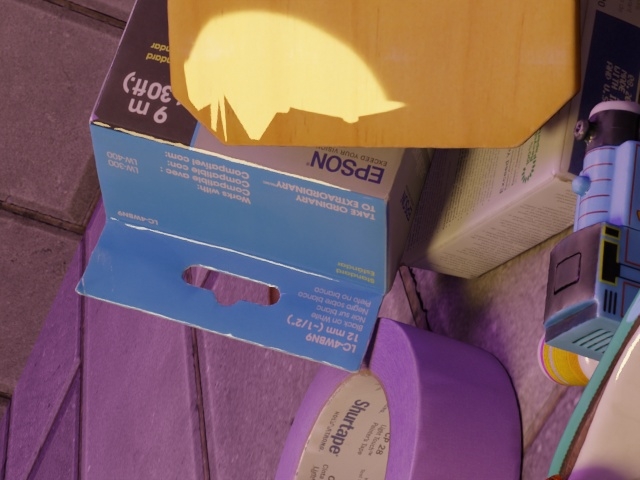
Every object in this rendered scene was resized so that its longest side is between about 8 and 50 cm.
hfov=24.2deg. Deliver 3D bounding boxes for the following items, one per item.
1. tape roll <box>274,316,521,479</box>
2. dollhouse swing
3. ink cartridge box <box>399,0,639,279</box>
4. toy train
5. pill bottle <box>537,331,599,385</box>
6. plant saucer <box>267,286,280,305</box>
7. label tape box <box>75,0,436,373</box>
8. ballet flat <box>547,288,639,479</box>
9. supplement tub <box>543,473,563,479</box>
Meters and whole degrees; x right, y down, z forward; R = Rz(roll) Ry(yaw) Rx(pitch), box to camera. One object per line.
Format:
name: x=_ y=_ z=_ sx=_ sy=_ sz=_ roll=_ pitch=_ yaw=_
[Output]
tape roll: x=0.048 y=0.203 z=1.166 sx=0.275 sy=0.090 sz=0.274 roll=-162 pitch=90 yaw=-71
dollhouse swing: x=0.062 y=-0.263 z=1.103 sx=0.315 sy=0.347 sz=0.304 roll=-56 pitch=-37 yaw=-58
ink cartridge box: x=0.159 y=-0.141 z=1.215 sx=0.330 sy=0.071 sz=0.324 roll=143 pitch=142 yaw=-65
toy train: x=0.198 y=-0.007 z=0.913 sx=0.080 sy=0.105 sz=0.184 roll=-36 pitch=40 yaw=60
pill bottle: x=0.181 y=0.075 z=0.983 sx=0.083 sy=0.043 sz=0.043 roll=168 pitch=119 yaw=-69
plant saucer: x=0.000 y=0.000 z=1.577 sx=0.198 sy=0.036 sz=0.198 roll=-53 pitch=26 yaw=41
label tape box: x=-0.037 y=-0.100 z=1.178 sx=0.115 sy=0.249 sz=0.347 roll=66 pitch=-139 yaw=-69
ballet flat: x=0.243 y=-0.004 z=0.757 sx=0.139 sy=0.139 sz=0.400 roll=-128 pitch=58 yaw=-68
supplement tub: x=0.134 y=0.219 z=0.733 sx=0.190 sy=0.117 sz=0.117 roll=56 pitch=139 yaw=15
